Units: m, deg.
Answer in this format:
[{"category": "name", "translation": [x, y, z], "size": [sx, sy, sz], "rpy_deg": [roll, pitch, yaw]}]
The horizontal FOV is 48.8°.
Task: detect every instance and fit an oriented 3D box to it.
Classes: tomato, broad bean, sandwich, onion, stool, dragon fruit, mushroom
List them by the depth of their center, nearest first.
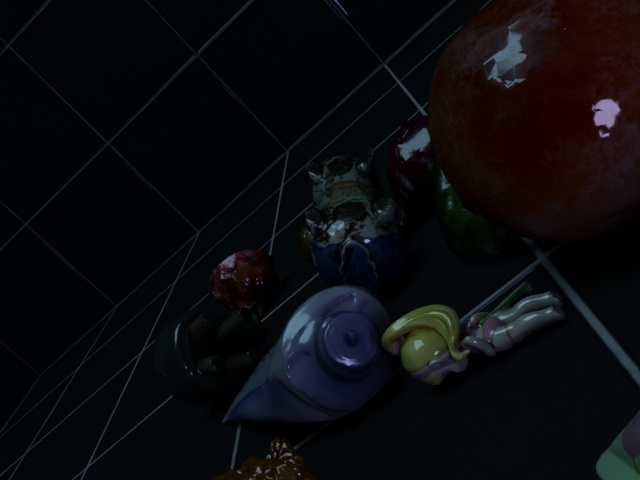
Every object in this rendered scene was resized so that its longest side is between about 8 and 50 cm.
[{"category": "sandwich", "translation": [-0.055, 0.288, 0.692], "size": [0.160, 0.109, 0.185], "rpy_deg": [-28, 6, -23]}, {"category": "tomato", "translation": [0.235, -0.129, 0.699], "size": [0.265, 0.265, 0.265], "rpy_deg": [-40, 15, 13]}, {"category": "broad bean", "translation": [0.192, -0.058, 0.949], "size": [0.292, 0.049, 0.144], "rpy_deg": [-97, 14, -49]}, {"category": "onion", "translation": [0.157, -0.115, 1.142], "size": [0.198, 0.135, 0.173], "rpy_deg": [-48, 9, -2]}, {"category": "stool", "translation": [-0.178, 0.170, 1.203], "size": [0.139, 0.153, 0.228], "rpy_deg": [-32, 19, 39]}, {"category": "mushroom", "translation": [-0.010, -0.002, 1.400], "size": [0.129, 0.072, 0.088], "rpy_deg": [-156, 77, -78]}, {"category": "dragon fruit", "translation": [-0.135, 0.102, 1.417], "size": [0.153, 0.153, 0.111], "rpy_deg": [-42, 58, 8]}]

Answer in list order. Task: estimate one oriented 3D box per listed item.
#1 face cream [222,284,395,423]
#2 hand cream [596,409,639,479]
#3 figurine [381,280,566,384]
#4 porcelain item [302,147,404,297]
[{"category": "face cream", "translation": [-0.021, 0.160, 0.967], "size": [0.235, 0.137, 0.420], "rpy_deg": [-52, 5, -22]}, {"category": "hand cream", "translation": [0.300, 0.057, 0.425], "size": [0.306, 0.093, 0.147], "rpy_deg": [-53, 13, 3]}, {"category": "figurine", "translation": [0.154, 0.091, 0.723], "size": [0.187, 0.083, 0.083], "rpy_deg": [-25, 22, 26]}, {"category": "porcelain item", "translation": [0.049, -0.015, 1.111], "size": [0.138, 0.186, 0.288], "rpy_deg": [-11, 36, 1]}]
